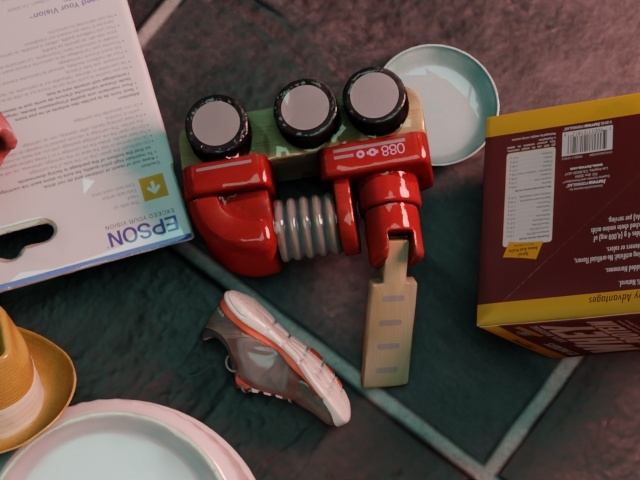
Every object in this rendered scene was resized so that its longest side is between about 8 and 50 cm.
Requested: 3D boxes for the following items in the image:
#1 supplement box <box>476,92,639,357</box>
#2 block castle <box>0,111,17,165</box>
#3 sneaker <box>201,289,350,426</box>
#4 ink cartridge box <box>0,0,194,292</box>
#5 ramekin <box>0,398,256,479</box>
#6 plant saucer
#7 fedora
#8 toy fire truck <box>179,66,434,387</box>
[{"bbox_3d":[0.252,-0.010,1.733,0.191,0.129,0.194,-7,71,35],"label":"supplement box"},{"bbox_3d":[-0.494,-0.021,1.596,0.453,0.303,0.213,-33,71,14],"label":"block castle"},{"bbox_3d":[-0.041,0.116,1.775,0.158,0.061,0.065,44,104,9],"label":"sneaker"},{"bbox_3d":[-0.310,-0.100,1.801,0.324,0.071,0.330,-15,75,-6],"label":"ink cartridge box"},{"bbox_3d":[-0.173,0.256,1.682,0.273,0.127,0.273,1,74,-3],"label":"ramekin"},{"bbox_3d":[0.106,-0.123,1.858,0.119,0.021,0.119,1,75,-3],"label":"plant saucer"},{"bbox_3d":[-0.298,0.101,1.653,0.194,0.079,0.194,-1,36,1],"label":"fedora"},{"bbox_3d":[0.000,0.000,1.766,0.217,0.158,0.246,-10,70,3],"label":"toy fire truck"}]
